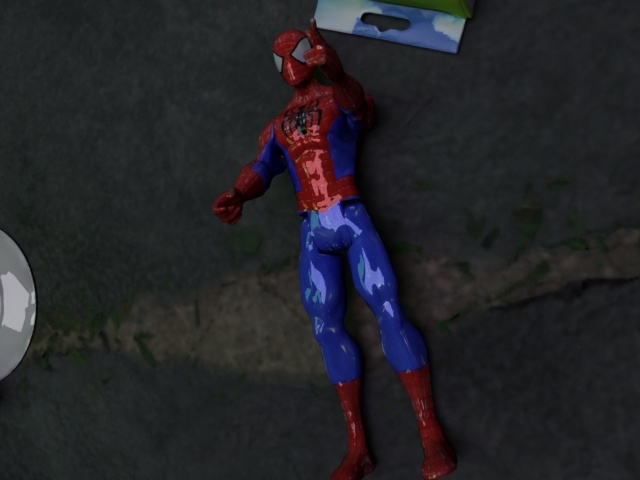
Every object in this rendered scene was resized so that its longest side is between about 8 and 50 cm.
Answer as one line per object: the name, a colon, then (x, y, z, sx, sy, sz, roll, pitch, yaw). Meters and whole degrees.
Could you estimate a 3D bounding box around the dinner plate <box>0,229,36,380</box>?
dinner plate: (-0.300, 0.055, 0.527, 0.141, 0.017, 0.141, -1, 87, 21)

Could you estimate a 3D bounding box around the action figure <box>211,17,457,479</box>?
action figure: (0.000, 0.000, 0.348, 0.091, 0.139, 0.280, -16, 80, 19)

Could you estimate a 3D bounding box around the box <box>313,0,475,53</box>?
box: (0.058, -0.215, 0.378, 0.109, 0.042, 0.178, 18, 94, 22)
